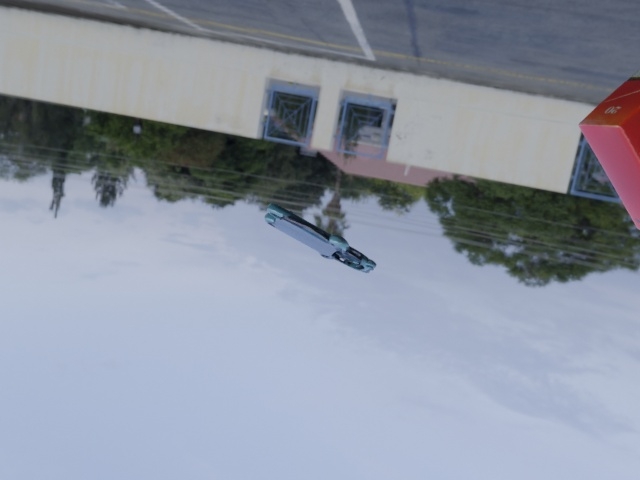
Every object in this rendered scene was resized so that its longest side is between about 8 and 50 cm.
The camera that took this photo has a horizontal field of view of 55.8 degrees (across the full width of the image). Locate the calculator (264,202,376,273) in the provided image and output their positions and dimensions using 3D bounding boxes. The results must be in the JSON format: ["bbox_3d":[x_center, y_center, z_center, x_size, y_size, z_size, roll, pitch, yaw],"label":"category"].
[{"bbox_3d":[0.000,0.000,0.693,0.141,0.019,0.094,29,167,-4],"label":"calculator"}]

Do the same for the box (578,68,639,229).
[{"bbox_3d":[0.262,-0.088,0.410,0.100,0.152,0.048,50,173,-17],"label":"box"}]
